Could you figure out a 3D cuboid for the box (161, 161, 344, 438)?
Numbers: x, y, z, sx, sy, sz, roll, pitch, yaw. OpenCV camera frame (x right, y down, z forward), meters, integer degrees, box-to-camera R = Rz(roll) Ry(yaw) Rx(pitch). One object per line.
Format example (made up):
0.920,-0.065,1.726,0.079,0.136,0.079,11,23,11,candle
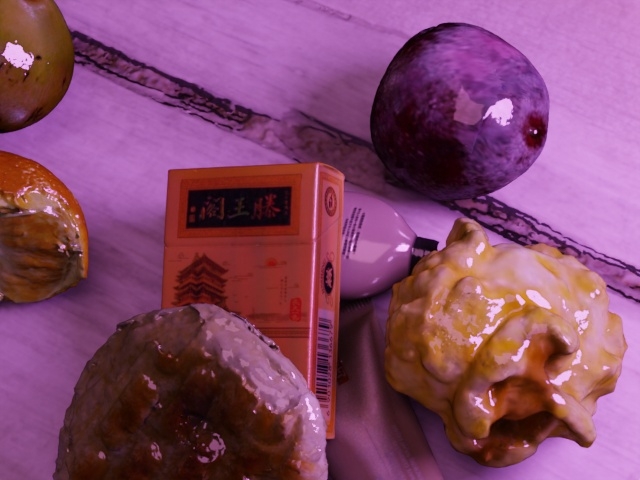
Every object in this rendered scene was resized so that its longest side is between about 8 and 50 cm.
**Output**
-0.072,0.063,1.627,0.174,0.076,0.274,-1,81,23,box

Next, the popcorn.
0.180,0.095,1.596,0.256,0.195,0.255,8,51,-24,popcorn

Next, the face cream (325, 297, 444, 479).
0.057,0.214,1.616,0.137,0.084,0.341,-27,57,0,face cream

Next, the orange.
-0.369,-0.009,1.693,0.237,0.179,0.158,-11,48,-13,orange

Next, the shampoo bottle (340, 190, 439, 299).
0.000,0.000,1.716,0.257,0.078,0.127,9,58,13,shampoo bottle

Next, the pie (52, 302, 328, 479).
-0.126,0.202,1.556,0.306,0.071,0.306,2,96,22,pie

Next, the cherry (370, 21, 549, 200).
0.155,-0.137,1.720,0.195,0.195,0.195,-2,64,3,cherry

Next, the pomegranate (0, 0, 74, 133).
-0.375,-0.181,1.781,0.159,0.190,0.241,44,71,-4,pomegranate
